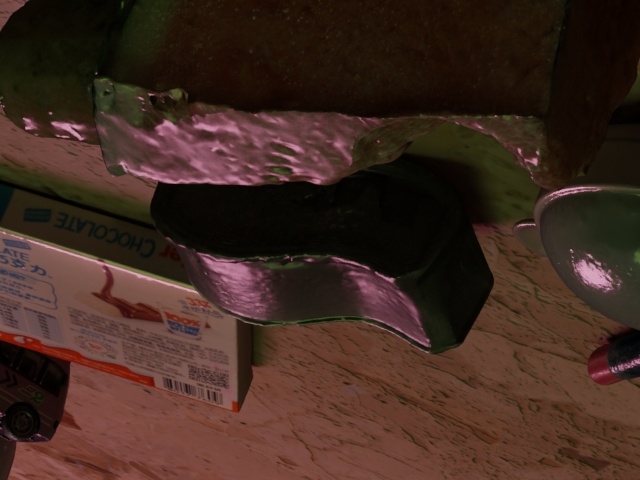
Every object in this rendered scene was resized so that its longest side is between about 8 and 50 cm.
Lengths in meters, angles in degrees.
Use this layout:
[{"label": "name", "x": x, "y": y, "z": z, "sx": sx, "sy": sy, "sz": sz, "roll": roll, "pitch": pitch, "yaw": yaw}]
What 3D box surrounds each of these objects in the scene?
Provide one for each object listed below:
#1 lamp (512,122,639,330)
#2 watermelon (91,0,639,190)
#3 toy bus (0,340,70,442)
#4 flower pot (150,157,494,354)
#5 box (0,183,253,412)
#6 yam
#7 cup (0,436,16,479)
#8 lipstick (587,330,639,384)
[{"label": "lamp", "x": 0.227, "y": -0.004, "z": 1.210, "sx": 0.179, "sy": 0.108, "sz": 0.246, "roll": 20, "pitch": 156, "yaw": -12}, {"label": "watermelon", "x": 0.033, "y": -0.111, "z": 0.954, "sx": 0.318, "sy": 0.226, "sz": 0.148, "roll": -21, "pitch": 141, "yaw": 1}, {"label": "toy bus", "x": -0.333, "y": 0.113, "z": 1.875, "sx": 0.199, "sy": 0.108, "sz": 0.096, "roll": 35, "pitch": 156, "yaw": -27}, {"label": "flower pot", "x": 0.000, "y": 0.000, "z": 1.389, "sx": 0.229, "sy": 0.103, "sz": 0.108, "roll": 9, "pitch": 154, "yaw": 21}, {"label": "box", "x": -0.191, "y": 0.047, "z": 1.701, "sx": 0.273, "sy": 0.048, "sz": 0.265, "roll": 18, "pitch": 156, "yaw": 5}, {"label": "yam", "x": -0.102, "y": -0.106, "z": 1.237, "sx": 0.194, "sy": 0.107, "sz": 0.107, "roll": 5, "pitch": 153, "yaw": 30}, {"label": "cup", "x": -0.435, "y": 0.190, "z": 2.034, "sx": 0.167, "sy": 0.173, "sz": 0.300, "roll": -5, "pitch": 148, "yaw": 44}, {"label": "lipstick", "x": 0.261, "y": 0.075, "z": 1.425, "sx": 0.053, "sy": 0.053, "sz": 0.234, "roll": 25, "pitch": 157, "yaw": -14}]
